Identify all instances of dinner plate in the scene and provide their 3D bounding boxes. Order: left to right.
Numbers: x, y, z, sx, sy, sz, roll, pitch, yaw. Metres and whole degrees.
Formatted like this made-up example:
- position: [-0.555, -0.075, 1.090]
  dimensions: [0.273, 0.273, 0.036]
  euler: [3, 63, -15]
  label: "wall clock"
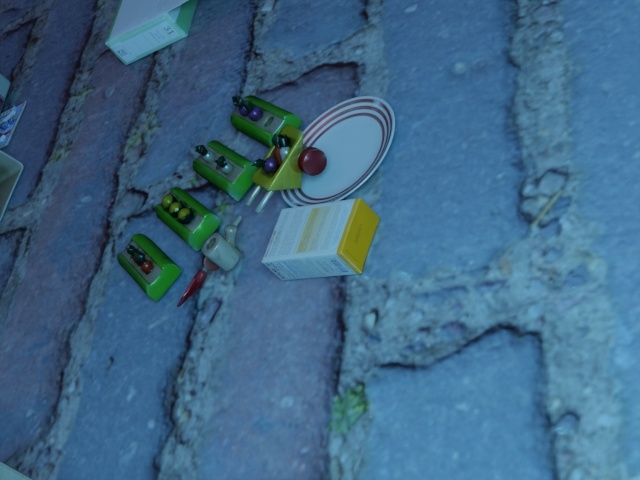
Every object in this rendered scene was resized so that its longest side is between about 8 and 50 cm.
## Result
- position: [0.018, -0.085, 1.010]
  dimensions: [0.141, 0.017, 0.141]
  euler: [-25, 41, 24]
  label: "dinner plate"

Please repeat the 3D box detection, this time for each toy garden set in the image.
- position: [-0.112, -0.045, 1.053]
  dimensions: [0.244, 0.049, 0.204]
  euler: [-52, 33, -3]
  label: "toy garden set"

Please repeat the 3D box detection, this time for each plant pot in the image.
- position: [-0.509, -0.077, 1.444]
  dimensions: [0.096, 0.109, 0.109]
  euler: [-27, 40, 42]
  label: "plant pot"

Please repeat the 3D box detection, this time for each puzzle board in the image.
- position: [-0.528, -0.169, 1.617]
  dimensions: [0.128, 0.011, 0.096]
  euler: [-18, 46, 32]
  label: "puzzle board"

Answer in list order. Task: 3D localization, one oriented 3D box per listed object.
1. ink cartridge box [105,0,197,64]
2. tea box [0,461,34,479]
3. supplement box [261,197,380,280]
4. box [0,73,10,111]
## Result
- position: [-0.189, -0.361, 1.432]
  dimensions: [0.235, 0.056, 0.171]
  euler: [-17, 46, 29]
  label: "ink cartridge box"
- position: [-0.387, 0.349, 0.834]
  dimensions: [0.328, 0.220, 0.324]
  euler: [-11, 50, 37]
  label: "tea box"
- position: [0.000, 0.000, 0.933]
  dimensions: [0.098, 0.036, 0.062]
  euler: [-6, 53, 41]
  label: "supplement box"
- position: [-0.605, -0.183, 1.588]
  dimensions: [0.148, 0.127, 0.232]
  euler: [-26, 41, 26]
  label: "box"
